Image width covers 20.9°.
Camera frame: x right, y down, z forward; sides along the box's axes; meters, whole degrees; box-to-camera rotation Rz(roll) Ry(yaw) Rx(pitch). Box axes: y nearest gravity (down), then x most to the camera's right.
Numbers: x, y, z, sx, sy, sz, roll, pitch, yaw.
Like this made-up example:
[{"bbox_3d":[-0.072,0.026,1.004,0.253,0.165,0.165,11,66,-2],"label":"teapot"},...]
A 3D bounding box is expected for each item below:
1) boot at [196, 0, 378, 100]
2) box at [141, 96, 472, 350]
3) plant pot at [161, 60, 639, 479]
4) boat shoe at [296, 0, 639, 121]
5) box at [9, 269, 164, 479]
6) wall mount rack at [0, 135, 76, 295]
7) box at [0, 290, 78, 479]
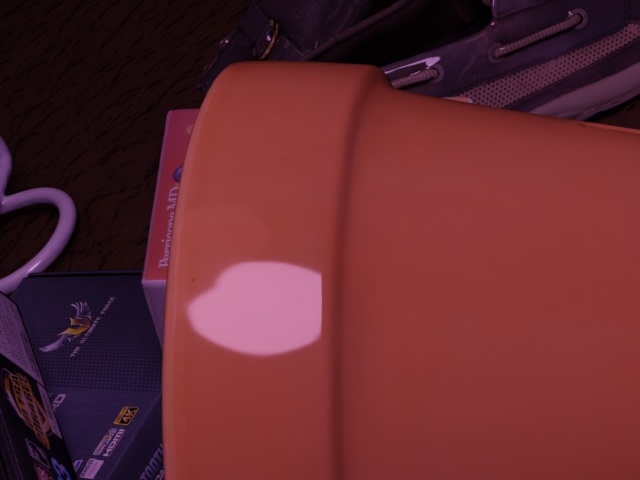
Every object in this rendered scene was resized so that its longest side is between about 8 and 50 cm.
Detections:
[{"bbox_3d":[-0.021,-0.188,1.206,0.229,0.091,0.263,-55,31,21],"label":"boot"},{"bbox_3d":[0.000,0.000,0.942,0.170,0.091,0.130,-2,49,6],"label":"box"},{"bbox_3d":[0.070,0.065,0.715,0.203,0.291,0.291,-2,39,10],"label":"plant pot"},{"bbox_3d":[0.123,-0.140,1.054,0.355,0.130,0.132,-39,34,-12],"label":"boat shoe"},{"bbox_3d":[-0.154,0.116,1.004,0.183,0.059,0.232,-2,43,39],"label":"box"},{"bbox_3d":[-0.357,0.031,1.219,0.350,0.130,0.304,-18,35,21],"label":"wall mount rack"},{"bbox_3d":[-0.254,0.193,0.894,0.295,0.073,0.293,-38,41,9],"label":"box"}]
